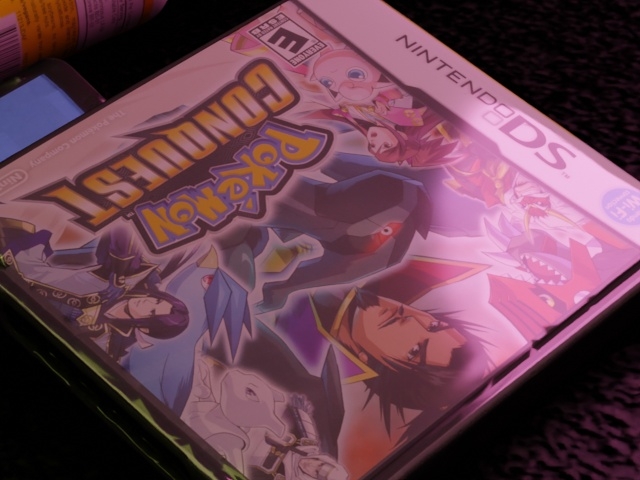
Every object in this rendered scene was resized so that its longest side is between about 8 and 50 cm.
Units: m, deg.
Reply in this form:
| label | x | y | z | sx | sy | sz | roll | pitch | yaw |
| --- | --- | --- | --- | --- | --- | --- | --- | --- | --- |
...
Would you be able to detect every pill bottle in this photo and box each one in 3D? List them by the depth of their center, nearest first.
| label | x | y | z | sx | sy | sz | roll | pitch | yaw |
| --- | --- | --- | --- | --- | --- | --- | --- | --- | --- |
| pill bottle | -0.161 | -0.166 | 1.089 | 0.208 | 0.117 | 0.117 | -27 | 41 | -25 |

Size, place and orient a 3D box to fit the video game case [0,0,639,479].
| label | x | y | z | sx | sy | sz | roll | pitch | yaw |
| --- | --- | --- | --- | --- | --- | --- | --- | --- | --- |
| video game case | 0.000 | 0.000 | 0.856 | 0.248 | 0.035 | 0.275 | 39 | 54 | 25 |

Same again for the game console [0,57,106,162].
| label | x | y | z | sx | sy | sz | roll | pitch | yaw |
| --- | --- | --- | --- | --- | --- | --- | --- | --- | --- |
| game console | -0.143 | -0.043 | 0.940 | 0.144 | 0.085 | 0.124 | -35 | 10 | -32 |
